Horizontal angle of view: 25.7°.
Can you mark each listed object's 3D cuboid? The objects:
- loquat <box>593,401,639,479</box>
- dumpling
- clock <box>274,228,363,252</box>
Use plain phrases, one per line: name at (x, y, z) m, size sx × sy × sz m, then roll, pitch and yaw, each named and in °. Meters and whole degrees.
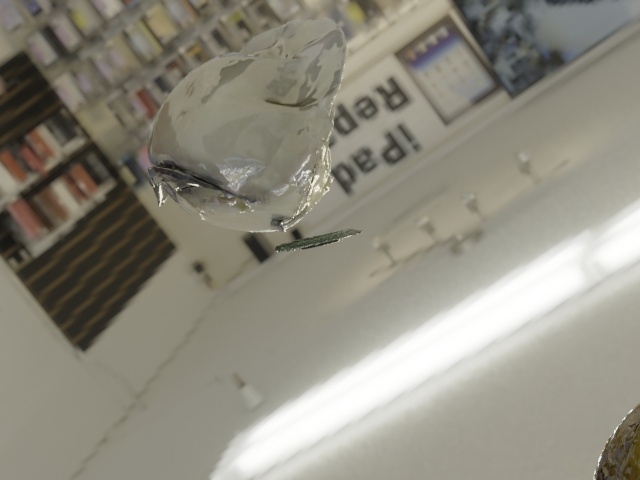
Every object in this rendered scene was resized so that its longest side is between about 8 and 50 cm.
loquat at (0.292, 0.191, 0.998) m, size 0.213 × 0.213 × 0.213 m, roll -36°, pitch -171°, yaw 7°
dumpling at (-0.079, -0.110, 1.307) m, size 0.163 × 0.204 × 0.293 m, roll -1°, pitch -169°, yaw -25°
clock at (0.000, 0.000, 1.286) m, size 0.083 × 0.010 × 0.074 m, roll -11°, pitch -177°, yaw 36°
